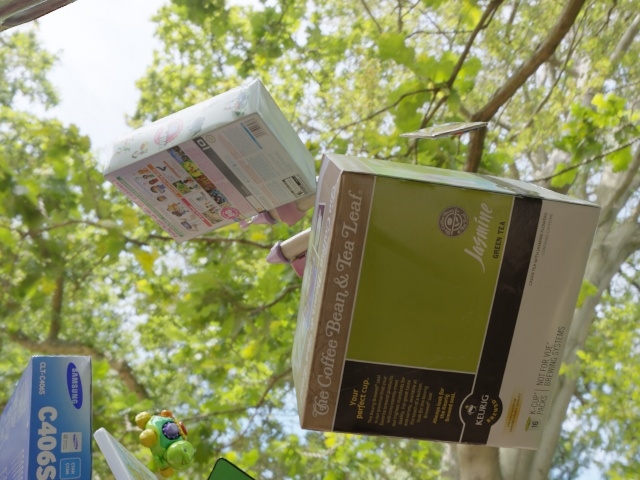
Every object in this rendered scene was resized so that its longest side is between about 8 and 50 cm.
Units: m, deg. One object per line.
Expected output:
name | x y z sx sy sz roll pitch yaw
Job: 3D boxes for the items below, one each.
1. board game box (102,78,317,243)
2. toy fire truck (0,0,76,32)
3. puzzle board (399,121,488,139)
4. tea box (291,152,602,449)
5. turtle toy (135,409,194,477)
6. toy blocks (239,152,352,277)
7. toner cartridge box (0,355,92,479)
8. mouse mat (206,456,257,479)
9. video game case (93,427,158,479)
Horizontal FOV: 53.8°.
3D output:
board game box | -0.188 -0.129 1.119 0.303 0.098 0.224 -19 -40 17
toy fire truck | -0.286 -0.128 0.361 0.253 0.302 0.169 -24 -74 2
puzzle board | 0.221 -0.196 1.131 0.096 0.128 0.011 18 -60 59
tea box | 0.142 0.072 0.853 0.323 0.220 0.329 8 -78 -8
turtle toy | -0.243 0.325 1.012 0.130 0.066 0.095 37 -29 60
toy blocks | 0.000 0.000 1.358 0.260 0.309 0.289 -29 -78 20
toner cartridge box | -0.395 0.291 0.878 0.348 0.075 0.165 -41 -129 48
mouse mat | -0.170 0.523 1.180 0.152 0.007 0.190 28 -85 19
video game case | -0.290 0.432 1.066 0.212 0.023 0.193 35 -22 45
